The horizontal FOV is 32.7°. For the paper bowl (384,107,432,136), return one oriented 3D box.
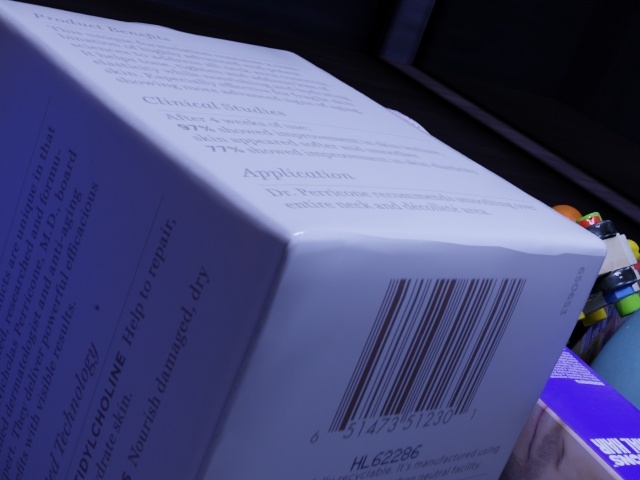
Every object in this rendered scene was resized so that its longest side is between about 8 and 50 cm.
[{"bbox_3d":[0.000,0.000,1.111,0.148,0.284,0.284,1,27,-44],"label":"paper bowl"}]

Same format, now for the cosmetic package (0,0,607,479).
[{"bbox_3d":[-0.074,0.050,0.839,0.329,0.327,0.393,1,27,-44],"label":"cosmetic package"}]

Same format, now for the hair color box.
[{"bbox_3d":[0.176,0.201,0.892,0.110,0.185,0.339,7,22,-32],"label":"hair color box"}]

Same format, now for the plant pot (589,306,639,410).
[{"bbox_3d":[0.404,0.162,1.117,0.271,0.255,0.272,18,19,-6],"label":"plant pot"}]

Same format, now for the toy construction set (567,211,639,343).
[{"bbox_3d":[0.222,0.069,1.165,0.327,0.215,0.151,-31,87,-41],"label":"toy construction set"}]

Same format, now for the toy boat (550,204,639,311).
[{"bbox_3d":[0.332,0.027,1.489,0.231,0.151,0.151,-6,-1,-14],"label":"toy boat"}]

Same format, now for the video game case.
[{"bbox_3d":[0.361,0.105,1.325,0.023,0.193,0.212,37,21,6],"label":"video game case"}]
